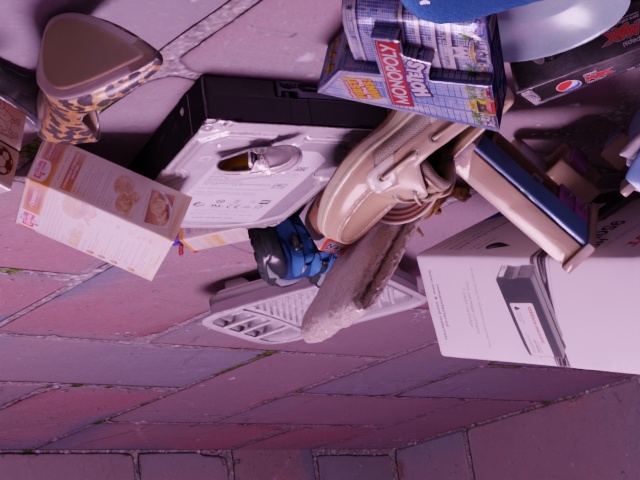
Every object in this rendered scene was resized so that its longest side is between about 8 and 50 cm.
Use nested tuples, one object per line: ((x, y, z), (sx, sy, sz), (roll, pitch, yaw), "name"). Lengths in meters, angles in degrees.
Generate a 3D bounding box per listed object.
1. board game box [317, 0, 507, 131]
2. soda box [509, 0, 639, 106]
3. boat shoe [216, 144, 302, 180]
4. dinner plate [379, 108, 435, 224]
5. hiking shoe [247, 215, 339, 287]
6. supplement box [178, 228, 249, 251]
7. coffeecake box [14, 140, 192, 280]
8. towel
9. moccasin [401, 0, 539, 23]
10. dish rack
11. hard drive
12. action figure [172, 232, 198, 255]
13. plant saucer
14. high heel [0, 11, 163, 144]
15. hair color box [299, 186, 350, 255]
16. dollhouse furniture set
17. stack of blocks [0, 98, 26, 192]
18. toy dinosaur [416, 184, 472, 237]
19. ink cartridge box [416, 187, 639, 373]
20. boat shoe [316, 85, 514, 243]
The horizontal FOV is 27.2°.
((0.084, -0.189, 1.347), (0.194, 0.060, 0.194), (7, 159, 16), "board game box")
((0.295, -0.208, 1.462), (0.169, 0.060, 0.053), (-19, 161, 27), "soda box")
((-0.071, -0.090, 1.501), (0.100, 0.035, 0.035), (-7, 166, 17), "boat shoe")
((0.092, -0.090, 1.610), (0.141, 0.141, 0.017), (-20, 172, 32), "dinner plate")
((0.000, 0.000, 1.931), (0.132, 0.113, 0.304), (-22, 169, 22), "hiking shoe")
((-0.148, -0.017, 1.893), (0.098, 0.036, 0.062), (-11, 162, 9), "supplement box")
((-0.265, -0.037, 1.600), (0.185, 0.068, 0.142), (24, 154, -9), "coffeecake box")
((0.074, -0.003, 1.703), (0.049, 0.282, 0.187), (34, 155, -8), "towel")
((0.220, -0.284, 1.112), (0.342, 0.117, 0.138), (-7, 151, 13), "moccasin")
((-0.009, 0.092, 2.247), (0.333, 0.072, 0.285), (-16, 160, 23), "dish rack")
((-0.095, -0.097, 1.629), (0.237, 0.064, 0.339), (1, 160, -28), "hard drive")
((-0.209, -0.001, 1.935), (0.038, 0.030, 0.115), (-7, 161, 11), "action figure")
((0.218, -0.241, 1.360), (0.195, 0.037, 0.195), (-7, 163, -2), "plant saucer")
((-0.215, -0.150, 1.330), (0.261, 0.093, 0.186), (0, 163, 35), "high heel")
((0.037, -0.057, 1.698), (0.043, 0.072, 0.141), (14, 122, -39), "hair color box")
((0.338, -0.165, 1.596), (0.303, 0.198, 0.286), (-46, -173, 25), "dollhouse furniture set")
((-0.462, -0.093, 1.322), (0.297, 0.087, 0.171), (-12, 150, 33), "stack of blocks")
((0.138, -0.050, 1.863), (0.112, 0.064, 0.211), (-19, -172, 37), "toy dinosaur")
((0.375, 0.044, 1.787), (0.285, 0.166, 0.395), (-25, -164, -36), "ink cartridge box")
((0.105, -0.087, 1.518), (0.109, 0.098, 0.302), (-14, 150, -53), "boat shoe")
